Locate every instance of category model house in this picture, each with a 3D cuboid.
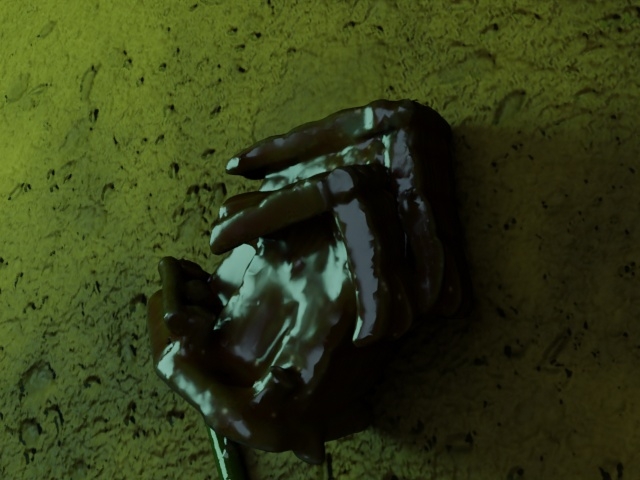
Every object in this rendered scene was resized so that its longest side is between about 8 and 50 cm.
[{"bbox_3d":[-0.001,0.002,0.795,0.220,0.199,0.229,33,98,28],"label":"model house"}]

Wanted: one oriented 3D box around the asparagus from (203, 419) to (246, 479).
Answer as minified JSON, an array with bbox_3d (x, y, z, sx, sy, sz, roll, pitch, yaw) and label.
[{"bbox_3d":[-0.079,0.129,0.906,0.025,0.024,0.248,-10,58,-14],"label":"asparagus"}]
